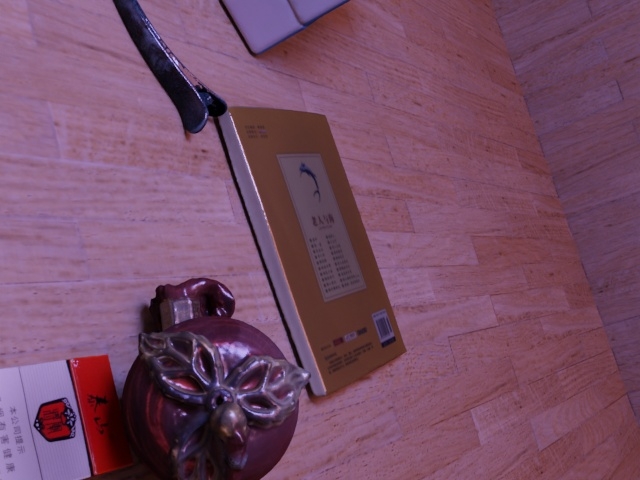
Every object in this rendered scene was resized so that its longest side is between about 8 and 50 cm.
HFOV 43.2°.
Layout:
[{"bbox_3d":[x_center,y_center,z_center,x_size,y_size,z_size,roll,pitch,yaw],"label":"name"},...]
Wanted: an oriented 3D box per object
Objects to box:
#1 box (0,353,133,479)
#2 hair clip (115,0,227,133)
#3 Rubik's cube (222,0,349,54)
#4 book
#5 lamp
[{"bbox_3d":[-0.227,0.151,0.648,0.152,0.048,0.100,1,73,-57],"label":"box"},{"bbox_3d":[-0.193,-0.236,0.960,0.230,0.039,0.070,58,33,-14],"label":"hair clip"},{"bbox_3d":[-0.007,-0.487,1.168,0.291,0.290,0.292,58,33,-15],"label":"Rubik's cube"},{"bbox_3d":[0.000,0.000,1.118,0.269,0.032,0.389,-8,78,-60],"label":"book"},{"bbox_3d":[-0.110,0.131,0.721,0.151,0.223,0.215,3,77,-35],"label":"lamp"}]
